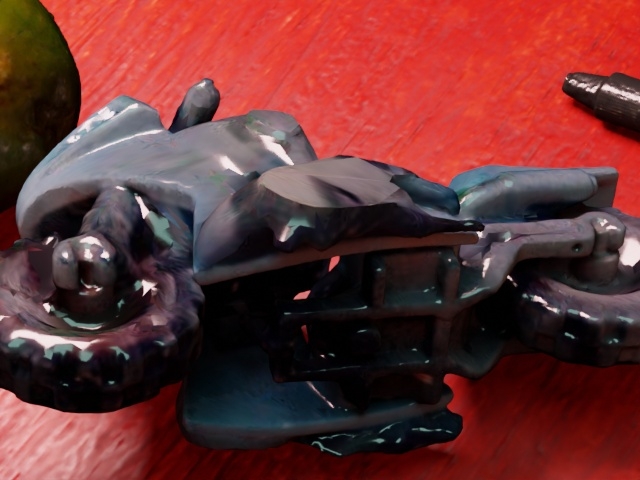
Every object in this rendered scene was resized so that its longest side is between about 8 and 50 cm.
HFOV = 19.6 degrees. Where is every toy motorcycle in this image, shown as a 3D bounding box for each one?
[{"bbox_3d":[0.000,0.000,1.048,0.416,0.172,0.232,-5,33,-14],"label":"toy motorcycle"}]

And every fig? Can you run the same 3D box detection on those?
[{"bbox_3d":[-0.262,-0.099,1.162,0.195,0.195,0.245,-30,20,-22],"label":"fig"}]

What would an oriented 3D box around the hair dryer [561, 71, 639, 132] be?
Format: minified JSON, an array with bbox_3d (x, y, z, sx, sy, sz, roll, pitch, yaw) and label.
[{"bbox_3d":[0.250,-0.056,1.150,0.248,0.071,0.114,23,53,27],"label":"hair dryer"}]
